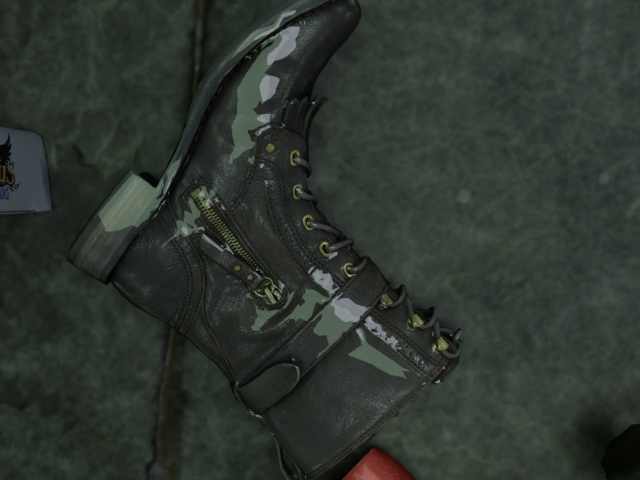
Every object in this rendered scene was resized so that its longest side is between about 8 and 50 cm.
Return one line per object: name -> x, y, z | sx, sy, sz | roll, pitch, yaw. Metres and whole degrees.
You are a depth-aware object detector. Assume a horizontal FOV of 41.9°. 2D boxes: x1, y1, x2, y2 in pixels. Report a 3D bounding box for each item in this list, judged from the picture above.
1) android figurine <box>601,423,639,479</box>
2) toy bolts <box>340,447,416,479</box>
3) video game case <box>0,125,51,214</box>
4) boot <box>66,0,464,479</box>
android figurine -> 0.249, 0.238, 0.477 | 0.273, 0.056, 0.248 | 45, 61, -9
toy bolts -> 0.027, 0.266, 0.484 | 0.228, 0.218, 0.158 | 48, 112, 17
video game case -> -0.321, -0.025, 0.445 | 0.270, 0.244, 0.061 | -7, 94, 4
boot -> 0.000, 0.000, 0.518 | 0.229, 0.091, 0.263 | 40, 100, -6
